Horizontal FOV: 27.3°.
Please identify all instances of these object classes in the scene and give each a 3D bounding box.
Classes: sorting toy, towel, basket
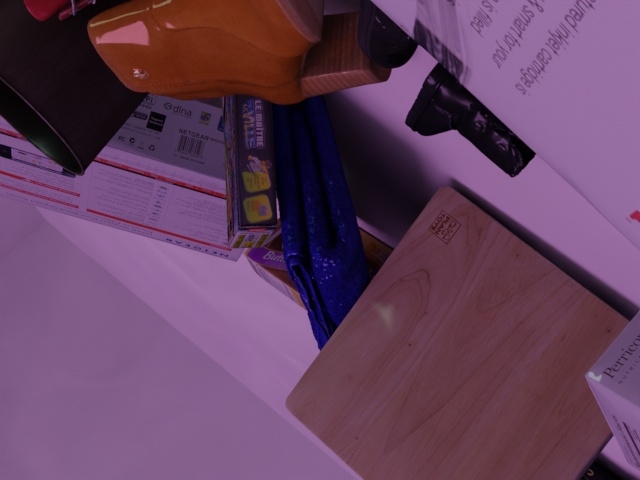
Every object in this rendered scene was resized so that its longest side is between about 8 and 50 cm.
[{"bbox_3d":[0.144,0.130,1.193,0.255,0.257,0.089,40,-171,26],"label":"sorting toy"},{"bbox_3d":[0.000,0.000,1.333,0.308,0.076,0.227,76,180,-60],"label":"towel"},{"bbox_3d":[-0.205,-0.198,1.225,0.204,0.227,0.154,33,163,41],"label":"basket"}]

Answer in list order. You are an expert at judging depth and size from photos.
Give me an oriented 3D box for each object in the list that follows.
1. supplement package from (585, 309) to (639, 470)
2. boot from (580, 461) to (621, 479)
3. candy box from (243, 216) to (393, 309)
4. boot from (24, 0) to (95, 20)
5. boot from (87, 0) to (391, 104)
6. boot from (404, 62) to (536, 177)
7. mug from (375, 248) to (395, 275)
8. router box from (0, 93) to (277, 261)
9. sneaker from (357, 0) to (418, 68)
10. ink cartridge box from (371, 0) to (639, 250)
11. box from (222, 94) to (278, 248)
[{"bbox_3d":[0.322,0.129,0.871,0.244,0.139,0.134,31,163,42],"label":"supplement package"},{"bbox_3d":[0.313,0.294,1.484,0.178,0.085,0.236,40,173,10],"label":"boot"},{"bbox_3d":[0.012,0.032,1.539,0.187,0.109,0.053,35,164,36],"label":"candy box"},{"bbox_3d":[-0.148,-0.231,1.070,0.244,0.176,0.088,23,153,52],"label":"boot"},{"bbox_3d":[-0.088,-0.175,0.986,0.211,0.104,0.295,-4,159,22],"label":"boot"},{"bbox_3d":[0.120,-0.087,1.016,0.099,0.045,0.121,40,165,6],"label":"boot"},{"bbox_3d":[0.123,0.061,1.326,0.129,0.097,0.158,50,166,-23],"label":"mug"},{"bbox_3d":[-0.225,-0.091,1.533,0.335,0.082,0.301,16,162,-8],"label":"router box"},{"bbox_3d":[0.071,-0.156,0.928,0.089,0.051,0.170,43,164,23],"label":"sneaker"},{"bbox_3d":[0.101,-0.184,0.510,0.395,0.166,0.285,44,167,4],"label":"ink cartridge box"},{"bbox_3d":[-0.069,-0.103,1.246,0.114,0.036,0.207,132,136,-76],"label":"box"}]
